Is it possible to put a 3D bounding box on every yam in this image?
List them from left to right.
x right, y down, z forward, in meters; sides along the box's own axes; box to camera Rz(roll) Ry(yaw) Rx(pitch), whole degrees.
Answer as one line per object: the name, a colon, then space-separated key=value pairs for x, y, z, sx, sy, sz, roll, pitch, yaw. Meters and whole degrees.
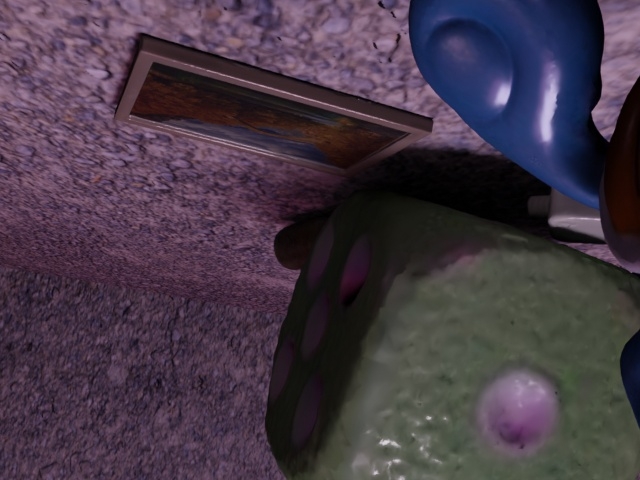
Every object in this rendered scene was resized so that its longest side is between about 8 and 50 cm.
yam: x=0.000 y=0.000 z=1.075 sx=0.068 sy=0.068 sz=0.169 roll=15 pitch=164 yaw=-28

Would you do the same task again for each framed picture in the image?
framed picture: x=-0.051 y=-0.109 z=0.717 sx=0.250 sy=0.016 sz=0.184 roll=13 pitch=167 yaw=-19

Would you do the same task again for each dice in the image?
dice: x=0.138 y=0.133 z=0.864 sx=0.322 sy=0.318 sz=0.330 roll=19 pitch=-179 yaw=-13

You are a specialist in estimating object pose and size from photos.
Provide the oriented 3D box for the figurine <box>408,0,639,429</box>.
figurine: x=0.234 y=-0.058 z=0.333 sx=0.416 sy=0.243 sz=0.298 roll=0 pitch=-151 yaw=48

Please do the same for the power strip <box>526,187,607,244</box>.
power strip: x=0.373 y=-0.025 z=0.685 sx=0.385 sy=0.062 sz=0.091 roll=4 pitch=168 yaw=21

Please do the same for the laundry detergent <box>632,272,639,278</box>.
laundry detergent: x=0.468 y=0.040 z=0.818 sx=0.281 sy=0.105 sz=0.215 roll=4 pitch=169 yaw=19
